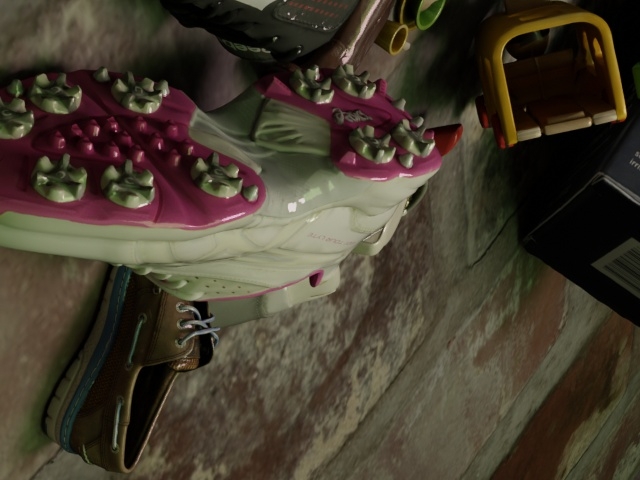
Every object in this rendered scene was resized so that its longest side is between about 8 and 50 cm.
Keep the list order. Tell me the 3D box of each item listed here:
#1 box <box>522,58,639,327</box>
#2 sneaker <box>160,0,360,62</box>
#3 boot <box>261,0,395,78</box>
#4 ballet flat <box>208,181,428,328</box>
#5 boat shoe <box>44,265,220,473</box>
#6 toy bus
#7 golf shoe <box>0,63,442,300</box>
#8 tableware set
[{"bbox_3d":[0.403,-0.123,1.443,0.395,0.212,0.293,-55,178,-13],"label":"box"},{"bbox_3d":[-0.045,-0.145,0.776,0.276,0.097,0.135,-28,138,-53],"label":"sneaker"},{"bbox_3d":[0.012,-0.133,0.978,0.114,0.037,0.106,-56,169,-3],"label":"boot"},{"bbox_3d":[0.000,0.000,1.064,0.213,0.068,0.072,-42,150,-35],"label":"ballet flat"},{"bbox_3d":[-0.096,0.055,0.935,0.183,0.066,0.066,-65,156,8],"label":"boat shoe"},{"bbox_3d":[0.168,-0.139,1.191,0.191,0.202,0.104,-25,108,-43],"label":"toy bus"},{"bbox_3d":[-0.072,-0.013,0.817,0.306,0.115,0.140,-5,138,-40],"label":"golf shoe"},{"bbox_3d":[0.078,-0.198,1.055,0.104,0.024,0.154,6,112,-64],"label":"tableware set"}]
